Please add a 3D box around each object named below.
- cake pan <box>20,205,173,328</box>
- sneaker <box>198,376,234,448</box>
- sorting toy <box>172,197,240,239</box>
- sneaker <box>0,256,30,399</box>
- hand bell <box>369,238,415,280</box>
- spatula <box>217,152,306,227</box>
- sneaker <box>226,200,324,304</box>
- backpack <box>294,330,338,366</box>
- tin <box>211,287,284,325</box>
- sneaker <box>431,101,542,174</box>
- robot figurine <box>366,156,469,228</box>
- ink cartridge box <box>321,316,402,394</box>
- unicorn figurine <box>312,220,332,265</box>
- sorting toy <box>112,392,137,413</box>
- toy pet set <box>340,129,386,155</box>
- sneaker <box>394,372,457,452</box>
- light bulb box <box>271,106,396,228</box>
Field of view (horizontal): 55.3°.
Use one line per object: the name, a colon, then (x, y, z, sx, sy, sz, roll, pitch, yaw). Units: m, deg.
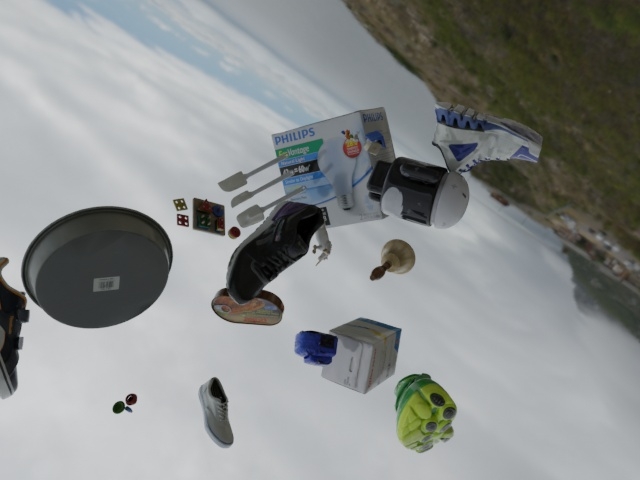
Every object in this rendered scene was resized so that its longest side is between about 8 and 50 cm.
cake pan: (-0.433, 0.066, 1.216, 0.293, 0.293, 0.054, 25, -159, -43)
sneaker: (-0.359, 0.594, 2.128, 0.094, 0.091, 0.258, 8, -141, -43)
sorting toy: (-0.417, -0.096, 2.280, 0.274, 0.046, 0.132, 14, -122, -35)
sneaker: (-0.714, 0.189, 1.374, 0.127, 0.321, 0.126, -20, -172, -37)
hand bell: (0.211, 0.086, 1.991, 0.126, 0.126, 0.242, 38, -151, 13)
spatula: (-0.175, -0.160, 1.899, 0.168, 0.242, 0.019, 61, 170, 7)
sneaker: (-0.097, 0.021, 1.352, 0.124, 0.283, 0.107, 6, 145, 45)
backpack: (-0.019, 0.324, 1.841, 0.120, 0.101, 0.098, 17, 151, -17)
tin: (-0.181, 0.166, 1.530, 0.189, 0.106, 0.040, 2, -141, 16)
sneaker: (0.451, -0.260, 1.722, 0.315, 0.182, 0.127, 23, -150, 16)
robot figurine: (0.274, -0.136, 1.700, 0.278, 0.174, 0.209, 18, -160, 18)
ink cartridge box: (0.139, 0.373, 2.026, 0.168, 0.171, 0.232, 14, -169, 29)
unicorn figurine: (0.000, 0.000, 1.535, 0.060, 0.162, 0.111, 1, -168, 14)
sorting toy: (-0.731, 0.626, 2.309, 0.061, 0.102, 0.042, 46, 166, 37)
toy pet set: (0.144, -0.316, 1.859, 0.122, 0.065, 0.114, 18, -157, -31)
sneaker: (0.166, 0.292, 1.064, 0.124, 0.109, 0.295, 61, 176, 28)
light bulb box: (0.066, -0.241, 2.117, 0.225, 0.357, 0.361, -26, -76, -60)
